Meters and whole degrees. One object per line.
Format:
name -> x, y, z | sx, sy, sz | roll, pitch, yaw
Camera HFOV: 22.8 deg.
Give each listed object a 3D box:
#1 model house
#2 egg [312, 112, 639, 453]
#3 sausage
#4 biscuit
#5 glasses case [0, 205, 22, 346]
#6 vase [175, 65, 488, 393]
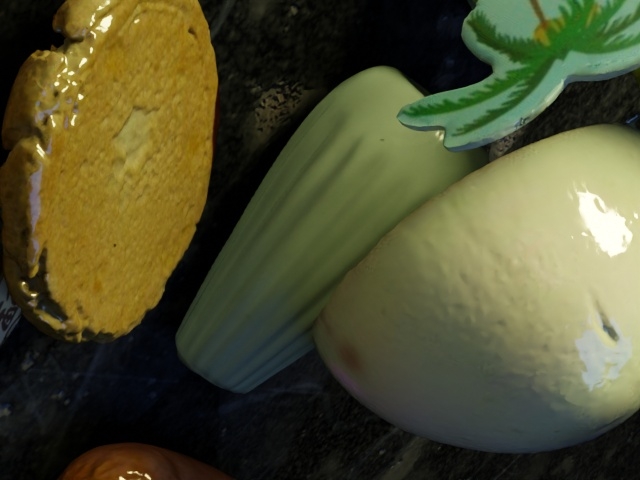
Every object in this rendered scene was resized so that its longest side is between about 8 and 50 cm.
model house -> 0.211, -0.143, 1.021 | 0.340, 0.323, 0.300 | -50, 147, -4
egg -> 0.129, 0.058, 1.005 | 0.271, 0.162, 0.206 | -39, 159, 19
sausage -> -0.111, 0.213, 1.164 | 0.113, 0.113, 0.259 | -52, 150, -1
biscuit -> -0.119, -0.047, 0.898 | 0.226, 0.042, 0.226 | 15, 90, -70
glasses case -> -0.256, -0.003, 0.787 | 0.122, 0.082, 0.321 | -60, 150, -2
vase -> 0.000, 0.000, 1.091 | 0.248, 0.128, 0.128 | -48, 149, 9
